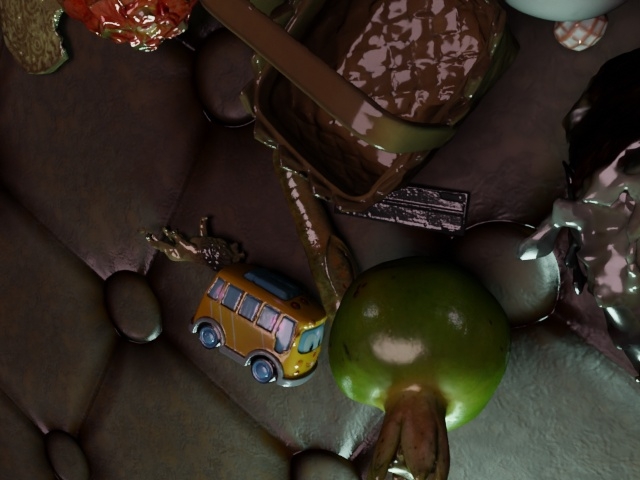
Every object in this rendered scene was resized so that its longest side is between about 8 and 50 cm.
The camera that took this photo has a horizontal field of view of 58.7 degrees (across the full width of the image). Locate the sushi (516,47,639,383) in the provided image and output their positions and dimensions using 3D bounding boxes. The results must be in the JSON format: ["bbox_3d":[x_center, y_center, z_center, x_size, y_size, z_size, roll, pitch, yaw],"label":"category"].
[{"bbox_3d":[0.358,-0.030,0.486,0.281,0.294,0.299,-36,98,36],"label":"sushi"}]

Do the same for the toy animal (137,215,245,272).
[{"bbox_3d":[-0.231,-0.001,0.966,0.219,0.069,0.086,15,120,26],"label":"toy animal"}]

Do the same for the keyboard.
[{"bbox_3d":[0.109,-0.053,0.802,0.197,0.010,0.064,12,110,25],"label":"keyboard"}]

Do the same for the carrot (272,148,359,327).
[{"bbox_3d":[0.000,0.000,0.845,0.070,0.070,0.343,-20,91,31],"label":"carrot"}]

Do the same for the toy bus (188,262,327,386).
[{"bbox_3d":[-0.088,0.123,0.892,0.209,0.126,0.136,27,107,19],"label":"toy bus"}]

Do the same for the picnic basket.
[{"bbox_3d":[0.046,-0.191,0.626,0.254,0.321,0.291,45,117,15],"label":"picnic basket"}]

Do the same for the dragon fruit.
[{"bbox_3d":[-0.279,-0.397,0.796,0.252,0.240,0.241,49,121,25],"label":"dragon fruit"}]

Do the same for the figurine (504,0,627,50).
[{"bbox_3d":[0.310,-0.281,0.522,0.369,0.167,0.281,14,144,5],"label":"figurine"}]

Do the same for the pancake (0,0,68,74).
[{"bbox_3d":[-0.515,-0.420,1.025,0.211,0.029,0.235,37,117,16],"label":"pancake"}]

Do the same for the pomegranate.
[{"bbox_3d":[0.115,0.159,0.695,0.235,0.302,0.236,6,128,8],"label":"pomegranate"}]
